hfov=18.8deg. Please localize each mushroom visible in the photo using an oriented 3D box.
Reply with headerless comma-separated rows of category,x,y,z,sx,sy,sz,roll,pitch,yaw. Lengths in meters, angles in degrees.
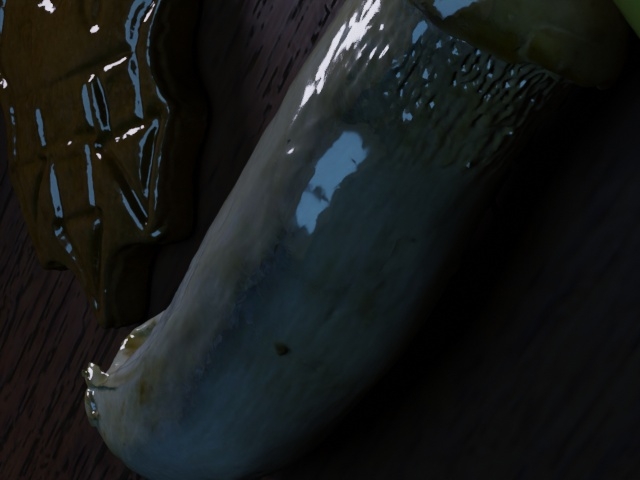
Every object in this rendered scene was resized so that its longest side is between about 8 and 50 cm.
mushroom,0.000,0.000,0.760,0.351,0.095,0.123,-50,44,42

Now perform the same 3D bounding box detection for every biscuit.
biscuit,-0.115,-0.063,0.967,0.182,0.034,0.215,-15,80,55

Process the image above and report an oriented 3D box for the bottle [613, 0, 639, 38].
bottle,0.122,-0.119,0.557,0.112,0.112,0.260,-37,63,50
